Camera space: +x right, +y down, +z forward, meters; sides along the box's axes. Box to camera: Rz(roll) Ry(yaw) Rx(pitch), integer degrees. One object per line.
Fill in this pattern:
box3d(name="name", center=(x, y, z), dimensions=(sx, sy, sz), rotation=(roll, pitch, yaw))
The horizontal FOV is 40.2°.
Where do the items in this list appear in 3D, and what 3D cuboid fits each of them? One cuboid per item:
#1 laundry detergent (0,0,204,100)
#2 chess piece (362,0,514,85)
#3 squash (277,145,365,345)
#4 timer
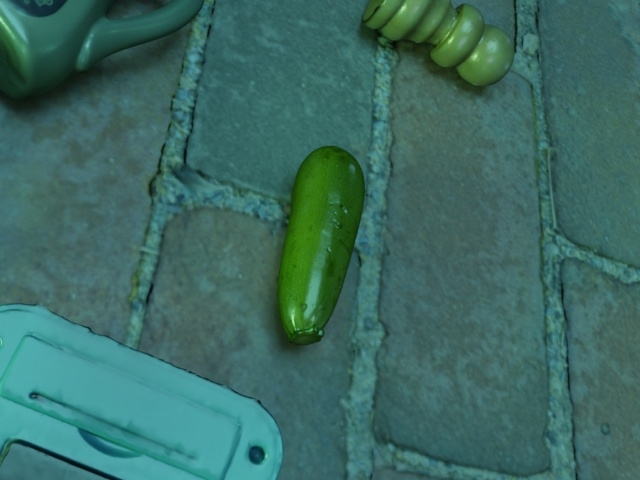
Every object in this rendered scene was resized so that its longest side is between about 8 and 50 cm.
box3d(name="laundry detergent", center=(-0.214, -0.258, 0.784), dimensions=(0.215, 0.105, 0.280), rotation=(46, 51, 5))
box3d(name="chess piece", center=(0.137, -0.231, 0.966), dimensions=(0.170, 0.094, 0.094), rotation=(34, 52, -15))
box3d(name="squash", center=(0.000, 0.000, 0.764), dimensions=(0.066, 0.066, 0.201), rotation=(20, 55, -15))
box3d(name="timer", center=(-0.169, 0.193, 0.577), dimensions=(0.232, 0.091, 0.250), rotation=(27, 65, -12))
